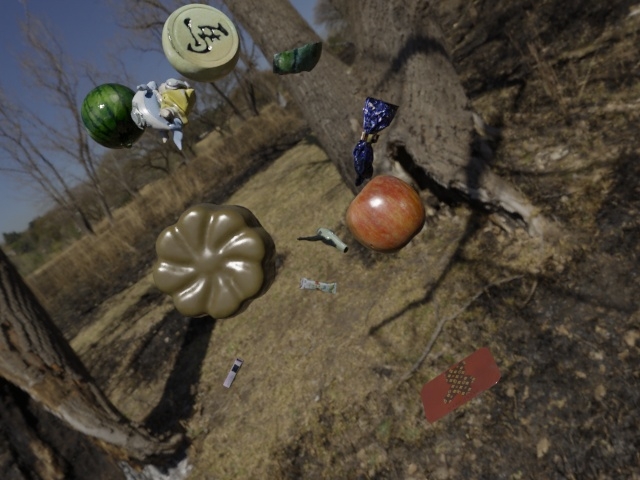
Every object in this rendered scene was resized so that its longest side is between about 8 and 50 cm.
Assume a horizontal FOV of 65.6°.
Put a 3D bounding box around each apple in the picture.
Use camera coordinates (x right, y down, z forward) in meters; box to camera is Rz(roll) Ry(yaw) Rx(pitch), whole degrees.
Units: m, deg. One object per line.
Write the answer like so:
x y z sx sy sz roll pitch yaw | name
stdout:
0.163 -0.061 1.233 0.188 0.174 0.188 -46 -5 -5 | apple

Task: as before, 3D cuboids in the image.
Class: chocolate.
0.181 -0.370 1.871 0.148 0.126 0.343 -128 57 -76 | chocolate

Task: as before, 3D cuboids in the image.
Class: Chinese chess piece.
-0.386 -0.642 1.619 0.250 0.250 0.101 -39 3 -24 | Chinese chess piece

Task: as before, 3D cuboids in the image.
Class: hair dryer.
0.020 0.007 2.012 0.167 0.067 0.199 27 21 24 | hair dryer

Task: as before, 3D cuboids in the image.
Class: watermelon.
-0.608 -0.362 1.488 0.188 0.214 0.188 -35 -6 -4 | watermelon
-0.076 -0.499 1.398 0.187 0.071 0.139 -31 23 -34 | watermelon

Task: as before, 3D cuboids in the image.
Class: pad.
0.423 0.440 1.525 0.267 0.004 0.181 -39 15 15 | pad

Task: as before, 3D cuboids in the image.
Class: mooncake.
-0.327 0.066 1.549 0.378 0.378 0.201 -30 1 7 | mooncake

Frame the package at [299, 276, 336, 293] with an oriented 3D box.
-0.007 0.134 1.473 0.110 0.037 0.015 9 15 -1 | package

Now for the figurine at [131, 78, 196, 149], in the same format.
-0.400 -0.342 1.298 0.184 0.208 0.128 -24 -23 -29 | figurine

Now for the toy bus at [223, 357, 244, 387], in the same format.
-0.383 0.581 2.181 0.130 0.037 0.052 -63 -5 0 | toy bus
